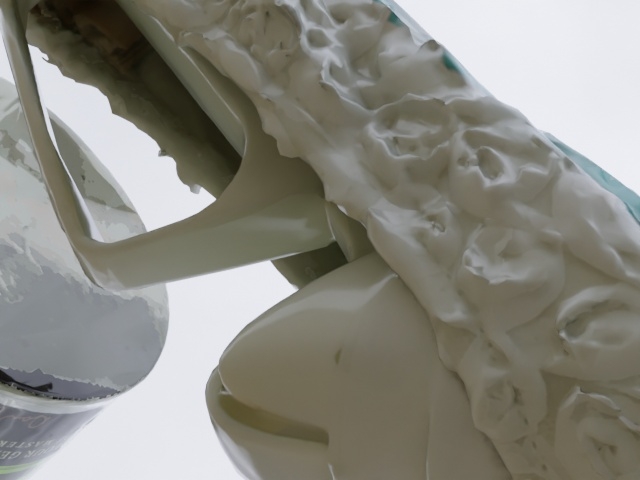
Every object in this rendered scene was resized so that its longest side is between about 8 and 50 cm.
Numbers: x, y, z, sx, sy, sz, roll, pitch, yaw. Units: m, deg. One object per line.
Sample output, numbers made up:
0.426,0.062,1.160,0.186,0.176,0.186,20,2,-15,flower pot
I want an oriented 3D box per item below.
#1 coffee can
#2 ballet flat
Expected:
-0.234,0.068,0.871,0.275,0.201,0.201,-43,-103,27,coffee can
0.000,0.000,0.564,0.147,0.147,0.409,-54,-125,22,ballet flat
